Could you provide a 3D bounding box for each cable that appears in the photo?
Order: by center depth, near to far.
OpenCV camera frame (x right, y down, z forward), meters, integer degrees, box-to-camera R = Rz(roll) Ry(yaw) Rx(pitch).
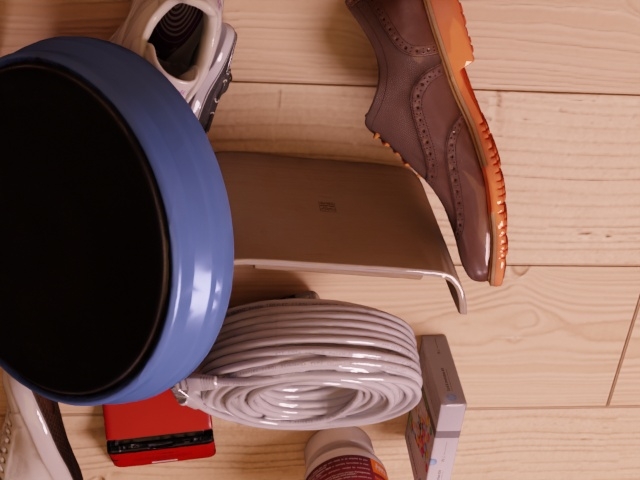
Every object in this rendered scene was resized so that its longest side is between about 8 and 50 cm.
[{"bbox_3d":[-0.014,0.146,1.228,0.257,0.089,0.257,-11,153,17],"label":"cable"}]

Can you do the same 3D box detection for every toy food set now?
[{"bbox_3d":[0.000,0.000,1.250,0.306,0.219,0.092,4,124,-11],"label":"toy food set"}]

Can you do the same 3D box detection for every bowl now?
[{"bbox_3d":[-0.263,-0.014,1.133,0.077,0.391,0.391,-17,139,-53],"label":"bowl"}]

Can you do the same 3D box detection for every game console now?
[{"bbox_3d":[-0.220,0.250,1.501,0.144,0.085,0.124,-5,154,-5],"label":"game console"}]

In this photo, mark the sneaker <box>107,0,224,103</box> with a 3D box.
[{"bbox_3d":[-0.194,-0.165,1.155,0.114,0.152,0.305,19,119,-22],"label":"sneaker"}]

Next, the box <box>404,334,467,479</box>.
[{"bbox_3d":[0.153,0.244,1.476,0.038,0.145,0.186,1,123,-6],"label":"box"}]

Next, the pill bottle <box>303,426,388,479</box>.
[{"bbox_3d":[0.040,0.361,1.487,0.121,0.221,0.121,-4,123,-6],"label":"pill bottle"}]

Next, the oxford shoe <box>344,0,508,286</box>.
[{"bbox_3d":[0.124,-0.117,1.215,0.133,0.130,0.363,-14,96,9],"label":"oxford shoe"}]

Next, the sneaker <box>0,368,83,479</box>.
[{"bbox_3d":[-0.395,0.276,1.433,0.123,0.106,0.290,-10,125,-5],"label":"sneaker"}]

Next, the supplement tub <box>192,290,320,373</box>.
[{"bbox_3d":[-0.081,0.141,1.390,0.190,0.117,0.117,-14,124,1],"label":"supplement tub"}]

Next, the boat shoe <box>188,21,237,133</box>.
[{"bbox_3d":[-0.123,-0.179,1.224,0.040,0.049,0.142,8,125,-36],"label":"boat shoe"}]
